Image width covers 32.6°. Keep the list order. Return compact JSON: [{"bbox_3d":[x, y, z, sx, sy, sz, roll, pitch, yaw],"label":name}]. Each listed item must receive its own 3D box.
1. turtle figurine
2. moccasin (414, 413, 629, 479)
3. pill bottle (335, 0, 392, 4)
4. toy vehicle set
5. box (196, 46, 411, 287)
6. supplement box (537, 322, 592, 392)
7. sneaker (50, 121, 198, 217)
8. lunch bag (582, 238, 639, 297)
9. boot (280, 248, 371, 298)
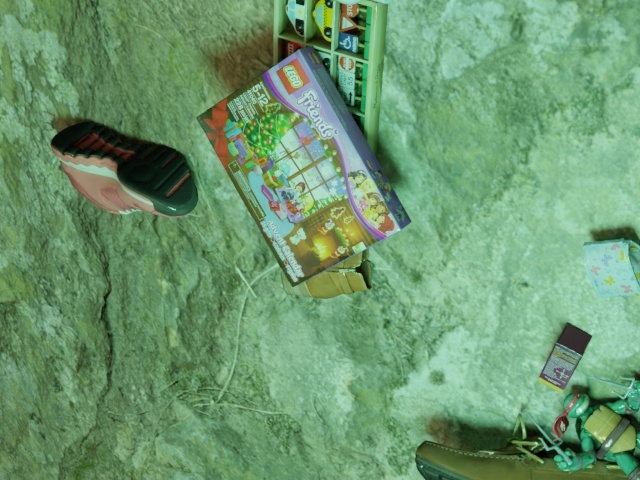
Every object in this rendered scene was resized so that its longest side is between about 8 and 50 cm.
[{"bbox_3d":[0.431,0.280,1.596,0.234,0.118,0.175,36,93,16],"label":"turtle figurine"},{"bbox_3d":[0.333,0.363,1.705,0.380,0.147,0.139,3,147,29],"label":"moccasin"},{"bbox_3d":[0.016,-0.375,1.459,0.184,0.103,0.103,20,128,23],"label":"pill bottle"},{"bbox_3d":[0.010,-0.246,1.595,0.166,0.035,0.267,20,128,24],"label":"toy vehicle set"},{"bbox_3d":[-0.027,-0.104,1.587,0.201,0.057,0.293,-29,91,27],"label":"box"},{"bbox_3d":[0.360,0.174,1.612,0.043,0.055,0.083,28,132,15],"label":"supplement box"},{"bbox_3d":[-0.329,-0.099,1.900,0.313,0.116,0.136,26,141,28],"label":"sneaker"},{"bbox_3d":[0.404,0.033,1.490,0.071,0.053,0.083,-9,123,41],"label":"lunch bag"},{"bbox_3d":[0.000,0.000,1.751,0.152,0.073,0.197,-3,115,28],"label":"boot"}]
